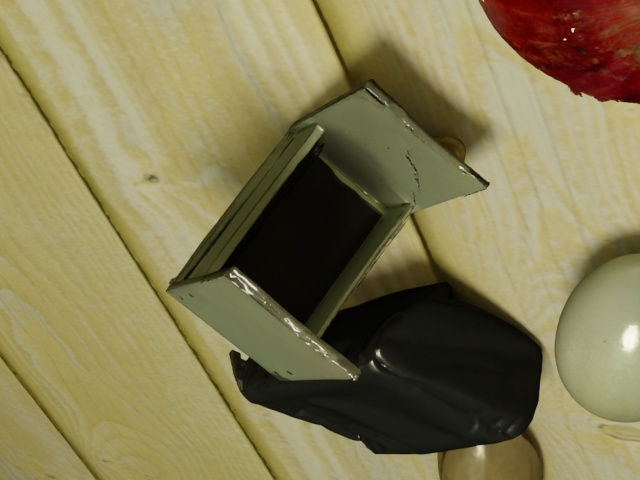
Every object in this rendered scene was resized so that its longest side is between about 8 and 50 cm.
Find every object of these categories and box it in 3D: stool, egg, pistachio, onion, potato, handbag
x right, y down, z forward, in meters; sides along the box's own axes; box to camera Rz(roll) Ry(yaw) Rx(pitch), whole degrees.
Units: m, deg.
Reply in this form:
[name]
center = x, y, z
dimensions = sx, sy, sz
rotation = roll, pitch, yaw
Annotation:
[stool]
center = 0.000, 0.000, 1.382
dimensions = 0.170, 0.243, 0.270
rotation = 39, 165, -11
[egg]
center = 0.323, 0.099, 1.394
dimensions = 0.151, 0.151, 0.209
rotation = 21, 137, 16
[pistachio]
center = 0.224, 0.303, 1.767
dimensions = 0.136, 0.136, 0.226
rotation = 8, 132, 32
[onion]
center = 0.242, -0.226, 0.956
dimensions = 0.276, 0.276, 0.276
rotation = 21, 145, 16
[potato]
center = 0.119, -0.088, 1.411
dimensions = 0.092, 0.045, 0.046
rotation = 4, 155, 47
[handbag]
center = 0.077, 0.141, 1.622
dimensions = 0.275, 0.177, 0.302
rotation = 32, 151, -28
